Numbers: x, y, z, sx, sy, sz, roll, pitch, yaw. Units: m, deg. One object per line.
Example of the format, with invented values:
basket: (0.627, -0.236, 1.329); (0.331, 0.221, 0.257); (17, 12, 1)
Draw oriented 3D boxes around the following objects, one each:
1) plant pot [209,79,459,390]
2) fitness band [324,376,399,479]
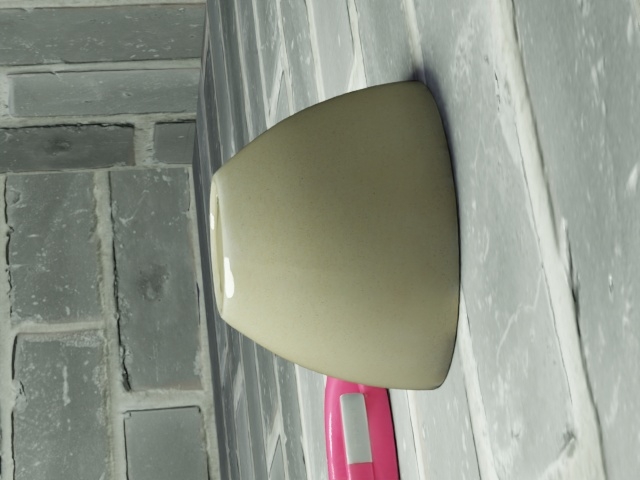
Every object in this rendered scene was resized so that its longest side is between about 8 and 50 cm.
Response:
plant pot: (0.000, 0.000, 1.442); (0.284, 0.191, 0.284); (177, 90, -82)
fitness band: (0.044, 0.261, 1.717); (0.209, 0.054, 0.291); (104, 162, -71)
